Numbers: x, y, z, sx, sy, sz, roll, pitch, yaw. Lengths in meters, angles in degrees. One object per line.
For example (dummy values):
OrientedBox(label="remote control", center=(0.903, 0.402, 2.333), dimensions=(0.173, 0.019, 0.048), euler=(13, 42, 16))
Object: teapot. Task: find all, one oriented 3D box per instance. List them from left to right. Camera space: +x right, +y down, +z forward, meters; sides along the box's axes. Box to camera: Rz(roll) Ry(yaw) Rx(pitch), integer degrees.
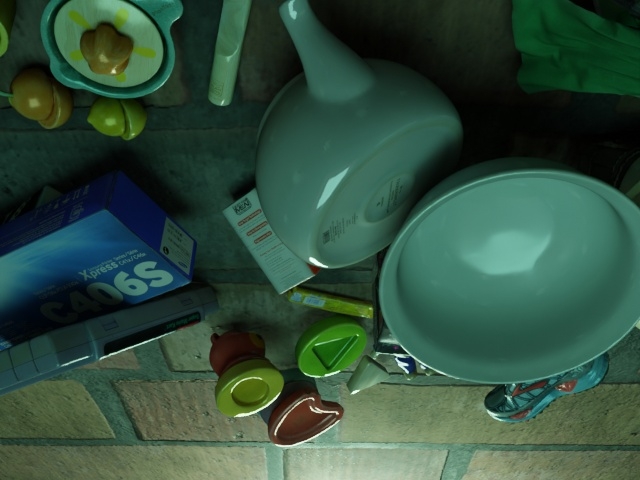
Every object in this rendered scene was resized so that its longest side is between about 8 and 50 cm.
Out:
OrientedBox(label="teapot", center=(0.020, -0.104, 0.748), dimensions=(0.252, 0.187, 0.256), euler=(-2, 133, -52))

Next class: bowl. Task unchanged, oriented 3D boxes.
OrientedBox(label="bowl", center=(0.211, 0.016, 0.767), dimensions=(0.297, 0.134, 0.298), euler=(1, 125, 1))

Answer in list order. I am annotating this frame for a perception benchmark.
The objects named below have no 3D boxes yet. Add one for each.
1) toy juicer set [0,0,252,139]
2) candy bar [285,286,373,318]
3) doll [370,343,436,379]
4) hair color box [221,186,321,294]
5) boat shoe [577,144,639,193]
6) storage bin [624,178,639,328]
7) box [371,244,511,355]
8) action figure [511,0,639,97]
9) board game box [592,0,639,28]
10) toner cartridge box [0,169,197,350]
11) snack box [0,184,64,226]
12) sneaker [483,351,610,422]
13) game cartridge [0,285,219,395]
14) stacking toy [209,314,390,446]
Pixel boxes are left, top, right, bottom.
OrientedBox(label="toy juicer set", center=(-0.212, -0.184, 0.721), dimensions=(0.329, 0.089, 0.209), euler=(-4, 140, 5))
OrientedBox(label="candy bar", center=(0.022, 0.104, 1.118), dimensions=(0.161, 0.018, 0.040), euler=(14, 135, -14))
OrientedBox(label="doll", center=(0.151, 0.185, 1.190), dimensions=(0.129, 0.046, 0.189), euler=(-17, 137, 9))
OrientedBox(label="hair color box", center=(-0.064, -0.004, 0.916), dimensions=(0.072, 0.043, 0.141), euler=(-30, 98, 32))
OrientedBox(label="boat shoe", center=(0.433, -0.016, 0.907), dimensions=(0.116, 0.096, 0.324), euler=(-51, 133, -4))
OrientedBox(label="storage bin", center=(0.494, -0.012, 0.799), dimensions=(0.260, 0.123, 0.262), euler=(-41, 133, -7))
OrientedBox(label="box", center=(0.206, 0.065, 0.956), dimensions=(0.247, 0.163, 0.142), euler=(5, 138, -4))
OrientedBox(label="action figure", center=(0.300, -0.179, 0.642), dimensions=(0.232, 0.063, 0.137), euler=(26, 161, 39))
OrientedBox(label="board game box", center=(0.407, -0.345, 0.545), dimensions=(0.390, 0.050, 0.390), euler=(-19, 136, 22))
OrientedBox(label="toner cartridge box", center=(-0.358, 0.041, 0.911), dimensions=(0.347, 0.075, 0.165), euler=(-21, 134, 21))
OrientedBox(label="snack box", center=(-0.442, 0.053, 1.031), dimensions=(0.322, 0.060, 0.187), euler=(-27, 133, 28))
OrientedBox(label="sneaker", center=(0.389, 0.239, 1.236), dimensions=(0.125, 0.104, 0.262), euler=(38, 126, -14))
OrientedBox(label="game cartridge", center=(-0.328, 0.148, 0.981), dimensions=(0.230, 0.068, 0.355), euler=(-17, 179, 25))
OrientedBox(label="stacking toy", center=(-0.042, 0.228, 1.242), dimensions=(0.279, 0.130, 0.309), euler=(-34, 138, 0))
